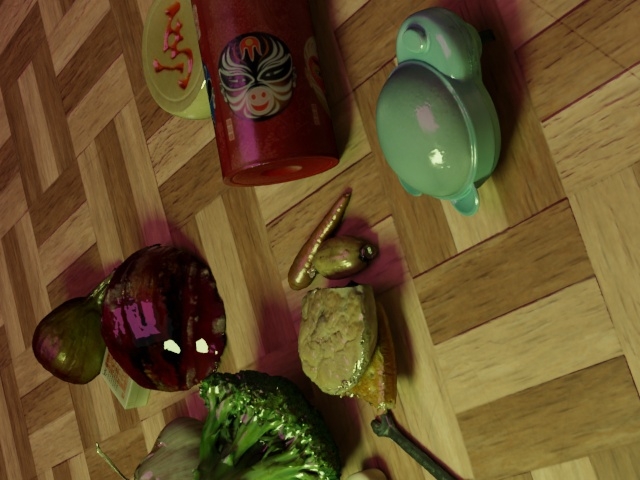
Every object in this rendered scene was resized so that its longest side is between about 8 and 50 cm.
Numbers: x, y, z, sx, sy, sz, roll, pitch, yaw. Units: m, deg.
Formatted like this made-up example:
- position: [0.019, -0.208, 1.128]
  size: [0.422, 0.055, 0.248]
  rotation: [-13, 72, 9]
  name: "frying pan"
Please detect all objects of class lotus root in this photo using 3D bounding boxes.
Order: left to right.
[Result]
- position: [0.028, 0.030, 1.738]
  size: [0.152, 0.063, 0.072]
  rotation: [-23, 87, 42]
  name: "lotus root"

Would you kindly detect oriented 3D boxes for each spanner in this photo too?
- position: [0.163, 0.349, 1.646]
  size: [0.254, 0.015, 0.054]
  rotation: [36, 122, 43]
  name: "spanner"

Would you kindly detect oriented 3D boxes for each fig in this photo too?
- position: [-0.547, 0.194, 2.445]
  size: [0.190, 0.190, 0.290]
  rotation: [25, 77, 47]
  name: "fig"

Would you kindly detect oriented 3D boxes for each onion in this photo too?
- position: [-0.332, 0.158, 2.117]
  size: [0.280, 0.146, 0.314]
  rotation: [-5, 86, 37]
  name: "onion"

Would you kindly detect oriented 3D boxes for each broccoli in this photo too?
- position: [-0.102, 0.368, 1.794]
  size: [0.308, 0.275, 0.308]
  rotation: [16, 124, 26]
  name: "broccoli"

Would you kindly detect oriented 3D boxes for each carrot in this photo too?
- position: [0.000, 0.000, 1.791]
  size: [0.048, 0.048, 0.216]
  rotation: [51, 125, 35]
  name: "carrot"

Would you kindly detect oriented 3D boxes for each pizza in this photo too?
- position: [0.069, 0.206, 1.714]
  size: [0.199, 0.062, 0.188]
  rotation: [-32, 56, 54]
  name: "pizza"

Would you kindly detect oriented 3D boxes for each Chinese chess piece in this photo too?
- position: [-0.244, -0.367, 2.000]
  size: [0.273, 0.102, 0.273]
  rotation: [8, 100, 51]
  name: "Chinese chess piece"

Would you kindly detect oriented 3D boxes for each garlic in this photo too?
- position: [-0.326, 0.466, 2.145]
  size: [0.256, 0.207, 0.207]
  rotation: [12, 108, 12]
  name: "garlic"

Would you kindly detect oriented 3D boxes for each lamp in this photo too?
- position: [0.165, -0.186, 1.474]
  size: [0.209, 0.147, 0.284]
  rotation: [26, 114, 50]
  name: "lamp"

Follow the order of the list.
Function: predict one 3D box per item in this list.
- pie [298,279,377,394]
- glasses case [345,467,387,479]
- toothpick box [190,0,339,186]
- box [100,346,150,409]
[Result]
- position: [0.024, 0.159, 1.688]
  size: [0.218, 0.052, 0.185]
  rotation: [-8, 75, 57]
  name: "pie"
- position: [0.099, 0.477, 1.714]
  size: [0.083, 0.050, 0.196]
  rotation: [-43, 62, 47]
  name: "glasses case"
- position: [-0.096, -0.275, 1.747]
  size: [0.204, 0.204, 0.333]
  rotation: [-19, 78, 51]
  name: "toothpick box"
- position: [-0.428, 0.261, 2.340]
  size: [0.141, 0.058, 0.201]
  rotation: [44, 127, 39]
  name: "box"
